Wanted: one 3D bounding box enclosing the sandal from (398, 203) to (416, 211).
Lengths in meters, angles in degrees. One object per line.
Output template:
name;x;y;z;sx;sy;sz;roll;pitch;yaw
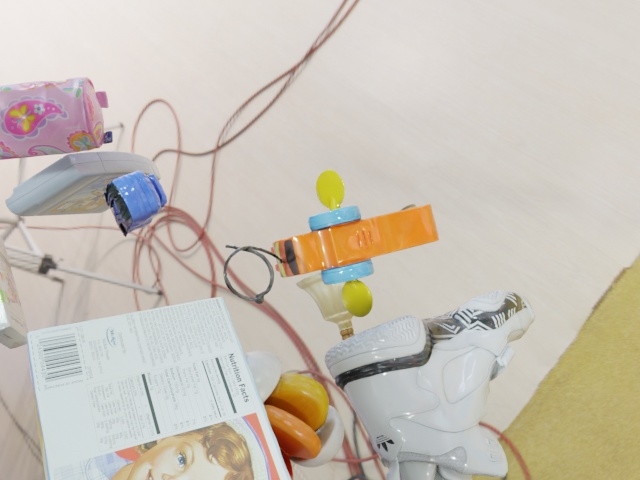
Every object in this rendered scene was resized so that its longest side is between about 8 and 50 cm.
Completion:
sandal;0.153;-0.027;1.221;0.072;0.180;0.049;-35;89;29

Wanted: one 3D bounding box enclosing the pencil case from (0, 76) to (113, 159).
pencil case;-0.495;-0.197;0.990;0.283;0.124;0.124;-8;76;-6

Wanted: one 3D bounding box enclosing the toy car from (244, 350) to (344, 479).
toy car;-0.072;0.226;0.672;0.182;0.159;0.136;-34;24;26

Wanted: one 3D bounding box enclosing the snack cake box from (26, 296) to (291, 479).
snack cake box;-0.107;0.180;0.430;0.264;0.152;0.089;64;147;32

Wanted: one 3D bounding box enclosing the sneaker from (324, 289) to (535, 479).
sneaker;0.182;0.195;0.804;0.137;0.365;0.210;-36;68;47

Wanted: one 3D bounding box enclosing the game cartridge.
game cartridge;-0.464;-0.116;1.253;0.198;0.297;0.062;-23;88;17

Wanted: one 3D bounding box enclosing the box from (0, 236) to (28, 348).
box;-0.507;0.066;0.949;0.145;0.038;0.186;125;126;-67

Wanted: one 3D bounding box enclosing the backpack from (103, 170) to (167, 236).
backpack;-0.334;-0.078;1.105;0.098;0.101;0.120;58;157;-3

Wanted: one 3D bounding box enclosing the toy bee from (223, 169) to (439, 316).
toy bee;0.000;0.000;0.834;0.162;0.298;0.196;170;108;-66

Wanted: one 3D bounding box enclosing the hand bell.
hand bell;0.051;0.173;1.094;0.126;0.126;0.242;-25;78;35
